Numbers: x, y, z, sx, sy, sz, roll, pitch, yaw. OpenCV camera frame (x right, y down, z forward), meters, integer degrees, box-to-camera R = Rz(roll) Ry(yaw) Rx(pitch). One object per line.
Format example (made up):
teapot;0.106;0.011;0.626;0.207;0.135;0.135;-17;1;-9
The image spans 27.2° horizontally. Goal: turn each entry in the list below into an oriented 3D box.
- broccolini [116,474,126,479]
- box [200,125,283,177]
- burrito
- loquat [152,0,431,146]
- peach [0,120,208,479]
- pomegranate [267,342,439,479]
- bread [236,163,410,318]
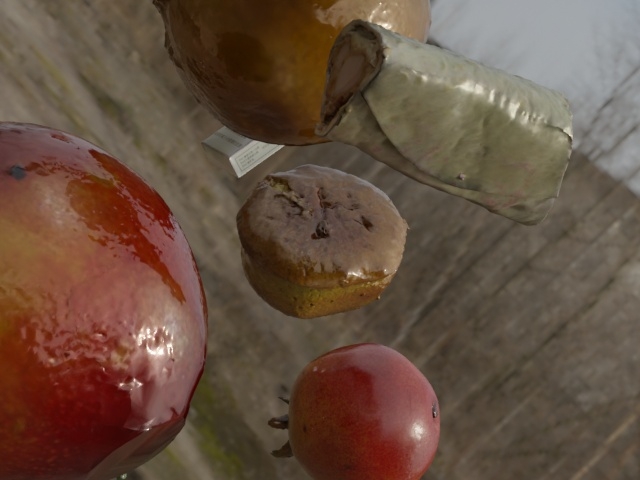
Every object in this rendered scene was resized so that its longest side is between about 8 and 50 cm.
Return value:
broccolini;-0.387;0.334;2.567;0.071;0.254;0.057;2;4;32
box;-0.075;-0.150;1.758;0.084;0.154;0.040;29;-30;55
burrito;0.136;-0.113;1.281;0.299;0.143;0.105;19;34;-33
loquat;-0.035;-0.270;1.563;0.328;0.328;0.328;47;1;-1
peach;-0.281;0.071;1.251;0.388;0.388;0.388;47;1;-1
pomegranate;0.042;0.258;1.868;0.221;0.256;0.221;37;44;-48
bread;-0.006;0.000;2.345;0.312;0.312;0.172;47;-37;30
